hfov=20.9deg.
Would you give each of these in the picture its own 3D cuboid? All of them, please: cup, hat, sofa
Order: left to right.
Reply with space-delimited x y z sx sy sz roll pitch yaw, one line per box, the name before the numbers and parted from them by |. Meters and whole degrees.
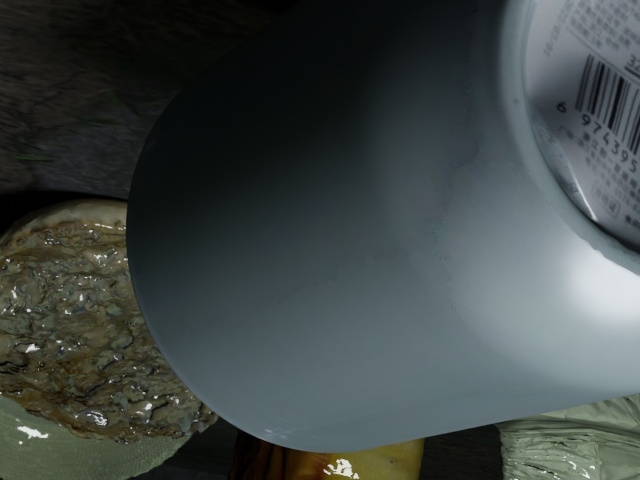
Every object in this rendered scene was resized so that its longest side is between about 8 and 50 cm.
hat | -0.227 0.092 1.520 0.257 0.130 0.257 -1 134 -1
cup | 0.062 -0.024 0.716 0.205 0.206 0.312 16 164 -21
sofa | 0.232 0.187 1.510 0.210 0.176 0.225 6 166 21

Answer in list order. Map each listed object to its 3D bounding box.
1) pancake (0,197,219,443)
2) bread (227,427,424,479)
pancake | -0.167 0.069 1.370 0.282 0.049 0.282 -2 139 -1
bread | -0.003 0.206 1.610 0.148 0.270 0.270 13 166 -14
